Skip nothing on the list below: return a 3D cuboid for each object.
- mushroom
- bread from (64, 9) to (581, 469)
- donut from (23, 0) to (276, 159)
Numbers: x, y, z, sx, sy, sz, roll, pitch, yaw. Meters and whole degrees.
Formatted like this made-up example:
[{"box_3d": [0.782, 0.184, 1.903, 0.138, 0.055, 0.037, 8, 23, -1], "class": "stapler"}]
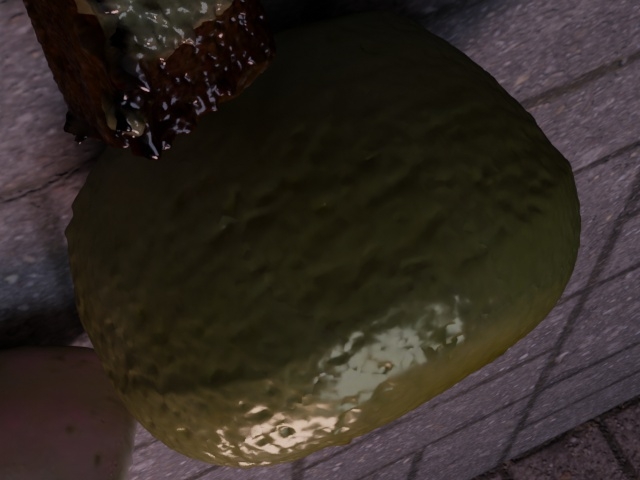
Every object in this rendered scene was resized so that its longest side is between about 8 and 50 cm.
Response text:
[{"box_3d": [-0.244, 0.133, 1.060, 0.162, 0.173, 0.236, -64, -156, -8], "class": "mushroom"}, {"box_3d": [0.006, 0.010, 0.893, 0.320, 0.237, 0.320, -28, 165, -8], "class": "bread"}, {"box_3d": [-0.088, -0.131, 0.668, 0.126, 0.144, 0.187, -28, 129, -18], "class": "donut"}]
